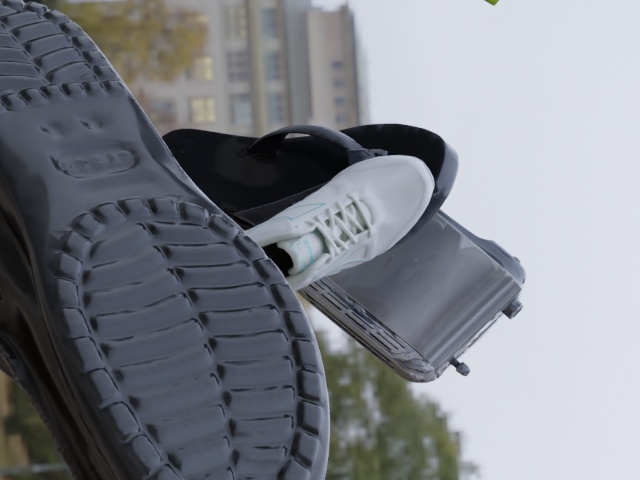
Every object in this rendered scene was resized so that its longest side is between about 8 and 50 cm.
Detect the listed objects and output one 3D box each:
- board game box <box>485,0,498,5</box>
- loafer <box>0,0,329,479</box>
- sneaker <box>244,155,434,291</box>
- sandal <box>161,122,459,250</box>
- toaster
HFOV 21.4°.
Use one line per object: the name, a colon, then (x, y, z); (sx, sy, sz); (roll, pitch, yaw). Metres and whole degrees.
board game box: (0.091, -0.219, 0.962); (0.092, 0.043, 0.181); (-50, -151, 24)
loafer: (-0.068, 0.018, 0.527); (0.220, 0.080, 0.078); (59, -41, 34)
sneaker: (0.000, 0.000, 0.954); (0.053, 0.152, 0.061); (62, -7, -8)
sandal: (-0.027, -0.041, 1.189); (0.054, 0.255, 0.097); (44, 52, -53)
toaster: (0.071, 0.028, 1.587); (0.227, 0.146, 0.129); (39, -7, 11)
